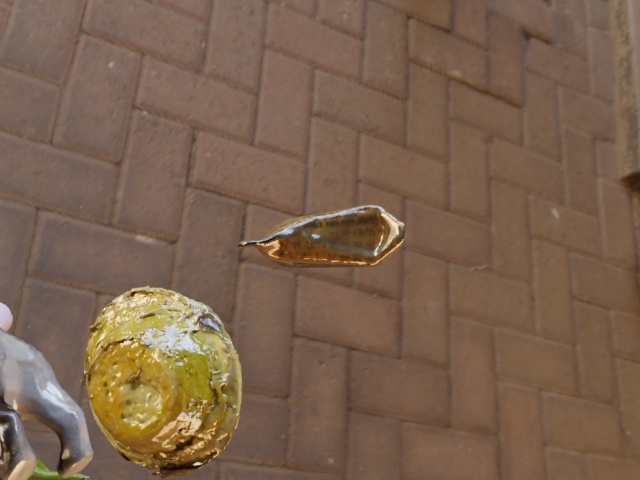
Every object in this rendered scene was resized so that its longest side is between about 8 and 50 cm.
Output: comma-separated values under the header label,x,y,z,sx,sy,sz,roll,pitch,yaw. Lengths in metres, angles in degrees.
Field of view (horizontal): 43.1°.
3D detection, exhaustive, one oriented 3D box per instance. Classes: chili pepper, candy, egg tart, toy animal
label,x,y,z,sx,sy,sz,roll,pitch,yaw
chili pepper,-0.426,0.333,1.211,0.202,0.052,0.050,26,55,19
candy,0.000,0.000,1.349,0.271,0.143,0.101,-4,85,-3
egg tart,-0.254,0.214,1.215,0.294,0.295,0.116,69,19,7
toy animal,-0.478,0.244,1.050,0.302,0.344,0.194,51,19,18

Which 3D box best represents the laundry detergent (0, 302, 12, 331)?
label,x,y,z,sx,sy,sz,roll,pitch,yaw
laundry detergent,-0.714,0.182,1.516,0.159,0.335,0.087,-6,96,6
